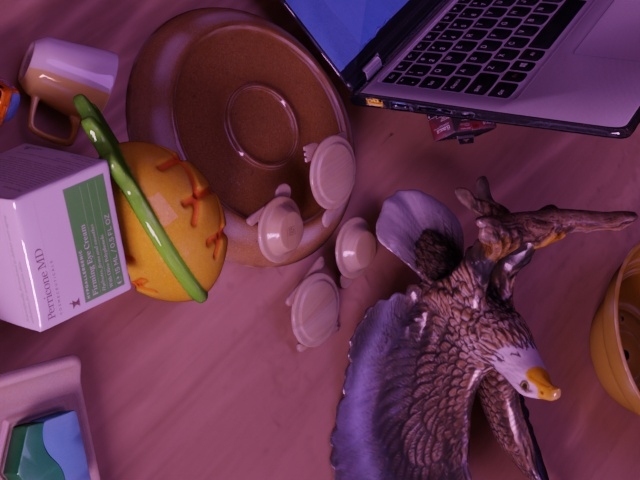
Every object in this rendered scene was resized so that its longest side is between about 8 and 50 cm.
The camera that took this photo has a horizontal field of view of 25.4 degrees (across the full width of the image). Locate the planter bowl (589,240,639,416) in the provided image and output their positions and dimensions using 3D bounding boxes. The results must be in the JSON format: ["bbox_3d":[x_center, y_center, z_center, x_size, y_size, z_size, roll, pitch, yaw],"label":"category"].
[{"bbox_3d":[0.335,0.108,1.423,0.217,0.090,0.217,15,65,-35],"label":"planter bowl"}]

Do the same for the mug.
[{"bbox_3d":[-0.197,-0.121,1.092,0.064,0.062,0.078,20,44,-24],"label":"mug"}]

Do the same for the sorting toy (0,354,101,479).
[{"bbox_3d":[-0.211,0.195,0.937,0.193,0.038,0.208,-14,98,-51],"label":"sorting toy"}]

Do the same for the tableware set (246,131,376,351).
[{"bbox_3d":[0.000,0.000,1.201,0.141,0.020,0.169,-47,130,-38],"label":"tableware set"}]

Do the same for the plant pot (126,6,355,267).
[{"bbox_3d":[-0.056,-0.094,1.216,0.236,0.032,0.236,13,68,-35],"label":"plant pot"}]

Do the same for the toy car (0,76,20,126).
[{"bbox_3d":[-0.249,-0.069,1.058,0.040,0.060,0.122,-2,102,-51],"label":"toy car"}]

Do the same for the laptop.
[{"bbox_3d":[0.150,-0.309,1.316,0.382,0.408,0.236,-49,140,-42],"label":"laptop"}]

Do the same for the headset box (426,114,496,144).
[{"bbox_3d":[0.133,-0.134,1.382,0.062,0.032,0.083,-11,83,-40],"label":"headset box"}]

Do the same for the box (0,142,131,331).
[{"bbox_3d":[-0.203,-0.004,1.000,0.087,0.102,0.101,-27,118,-41],"label":"box"}]

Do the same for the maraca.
[{"bbox_3d":[-0.133,-0.029,1.068,0.099,0.127,0.186,-32,124,-4],"label":"maraca"}]

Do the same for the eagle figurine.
[{"bbox_3d":[0.135,0.110,1.221,0.226,0.298,0.225,13,20,1],"label":"eagle figurine"}]
